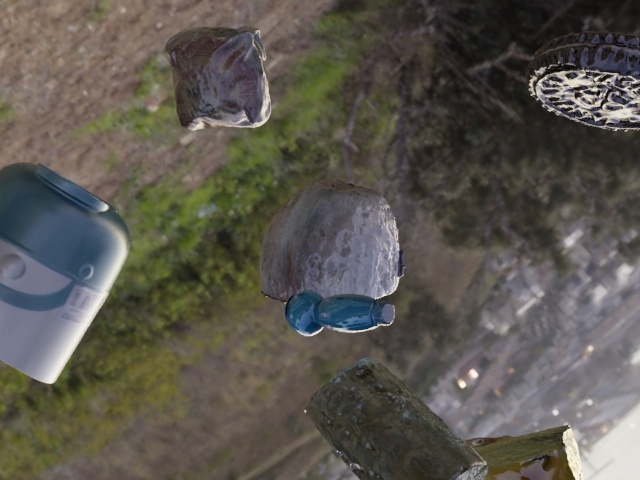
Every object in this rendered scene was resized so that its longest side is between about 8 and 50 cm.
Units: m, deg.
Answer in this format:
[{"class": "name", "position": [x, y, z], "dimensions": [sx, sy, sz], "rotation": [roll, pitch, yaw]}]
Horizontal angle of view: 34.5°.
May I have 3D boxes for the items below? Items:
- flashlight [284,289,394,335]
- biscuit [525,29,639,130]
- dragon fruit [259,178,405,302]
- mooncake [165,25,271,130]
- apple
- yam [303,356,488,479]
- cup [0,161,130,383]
[{"class": "flashlight", "position": [0.018, 0.077, 1.102], "dimensions": [0.129, 0.051, 0.051], "rotation": [-4, 179, 38]}, {"class": "biscuit", "position": [0.325, -0.176, 1.150], "dimensions": [0.194, 0.194, 0.053], "rotation": [44, 59, -65]}, {"class": "dragon fruit", "position": [0.000, 0.000, 2.009], "dimensions": [0.203, 0.282, 0.221], "rotation": [-8, 106, -45]}, {"class": "mooncake", "position": [-0.125, -0.198, 1.272], "dimensions": [0.073, 0.125, 0.130], "rotation": [-48, 134, -52]}, {"class": "apple", "position": [0.253, 0.309, 1.284], "dimensions": [0.179, 0.254, 0.346], "rotation": [-55, 167, 6]}, {"class": "yam", "position": [0.071, 0.204, 1.068], "dimensions": [0.107, 0.194, 0.107], "rotation": [-30, 145, -25]}, {"class": "cup", "position": [-0.392, 0.038, 1.407], "dimensions": [0.258, 0.219, 0.289], "rotation": [-58, -178, -4]}]
